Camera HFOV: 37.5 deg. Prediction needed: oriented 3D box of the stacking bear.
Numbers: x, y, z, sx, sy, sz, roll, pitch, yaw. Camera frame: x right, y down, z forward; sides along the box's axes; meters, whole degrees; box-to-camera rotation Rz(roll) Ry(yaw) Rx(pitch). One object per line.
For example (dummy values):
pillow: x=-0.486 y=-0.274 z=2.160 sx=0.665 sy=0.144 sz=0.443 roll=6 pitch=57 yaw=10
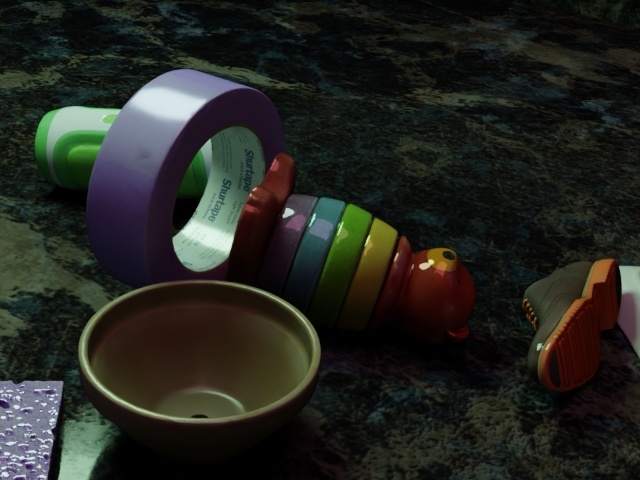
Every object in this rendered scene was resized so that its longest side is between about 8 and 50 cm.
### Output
stacking bear: x=0.047 y=0.035 z=1.129 sx=0.289 sy=0.164 sz=0.175 roll=20 pitch=29 yaw=3

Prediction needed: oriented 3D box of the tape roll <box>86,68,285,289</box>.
tape roll: x=-0.154 y=-0.062 z=1.139 sx=0.090 sy=0.275 sz=0.275 roll=22 pitch=33 yaw=25

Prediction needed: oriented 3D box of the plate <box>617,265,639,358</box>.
plate: x=0.520 y=0.104 z=1.204 sx=0.278 sy=0.045 sz=0.277 roll=2 pitch=30 yaw=-7

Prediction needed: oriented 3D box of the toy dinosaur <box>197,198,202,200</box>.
toy dinosaur: x=-0.178 y=-0.114 z=1.452 sx=0.092 sy=0.053 sz=0.183 roll=-9 pitch=33 yaw=-21

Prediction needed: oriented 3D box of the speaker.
speaker: x=-0.251 y=-0.127 z=1.358 sx=0.296 sy=0.131 sz=0.131 roll=4 pitch=29 yaw=14

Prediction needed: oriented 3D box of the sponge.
sponge: x=-0.307 y=0.198 z=0.877 sx=0.117 sy=0.031 sz=0.210 roll=4 pitch=23 yaw=-11

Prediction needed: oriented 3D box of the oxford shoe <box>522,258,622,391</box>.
oxford shoe: x=0.288 y=0.102 z=1.141 sx=0.098 sy=0.097 sz=0.271 roll=-1 pitch=19 yaw=31

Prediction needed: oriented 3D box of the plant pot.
plant pot: x=-0.121 y=0.146 z=0.947 sx=0.237 sy=0.110 sz=0.237 roll=5 pitch=29 yaw=-3
